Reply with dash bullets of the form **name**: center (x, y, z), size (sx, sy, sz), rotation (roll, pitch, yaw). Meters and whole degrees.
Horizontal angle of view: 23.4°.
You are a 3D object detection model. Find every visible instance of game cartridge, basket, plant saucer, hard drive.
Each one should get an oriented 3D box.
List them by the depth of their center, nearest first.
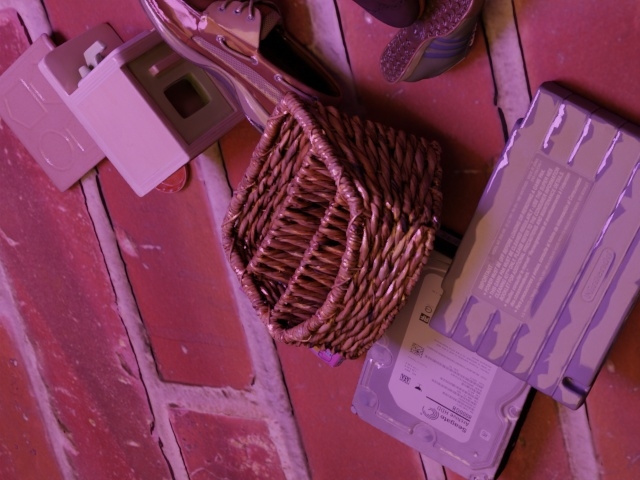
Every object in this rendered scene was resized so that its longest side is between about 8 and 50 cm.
- **game cartridge**: center (0.294, 0.006, 1.893), size (0.230, 0.068, 0.355), rotation (32, 116, 19)
- **basket**: center (0.000, 0.000, 1.969), size (0.223, 0.213, 0.299), rotation (18, 136, -13)
- **hard drive**: center (0.184, 0.159, 2.101), size (0.237, 0.064, 0.339), rotation (29, 130, 16)
- **plant saucer**: center (-0.227, -0.108, 2.240), size (0.083, 0.013, 0.083), rotation (17, 126, 24)

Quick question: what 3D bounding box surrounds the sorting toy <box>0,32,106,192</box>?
- **sorting toy**: center (-0.391, -0.189, 2.289), size (0.193, 0.038, 0.208), rotation (52, 136, -5)

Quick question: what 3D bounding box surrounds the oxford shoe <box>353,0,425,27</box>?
- **oxford shoe**: center (0.022, -0.304, 1.736), size (0.097, 0.098, 0.271), rotation (-14, 144, 37)

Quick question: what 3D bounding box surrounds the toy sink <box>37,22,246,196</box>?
- **toy sink**: center (-0.238, -0.207, 2.095), size (0.131, 0.153, 0.234), rotation (-34, 95, 42)

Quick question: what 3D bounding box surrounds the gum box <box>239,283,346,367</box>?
- **gum box**: center (-0.010, 0.082, 2.180), size (0.188, 0.062, 0.107), rotation (40, 132, 7)

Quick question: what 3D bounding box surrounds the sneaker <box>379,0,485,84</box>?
- **sneaker**: center (0.154, -0.255, 1.855), size (0.192, 0.086, 0.064), rotation (-44, 60, 45)

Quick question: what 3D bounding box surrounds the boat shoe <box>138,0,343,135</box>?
- **boat shoe**: center (-0.096, -0.266, 1.998), size (0.324, 0.122, 0.120), rotation (44, 127, -8)
